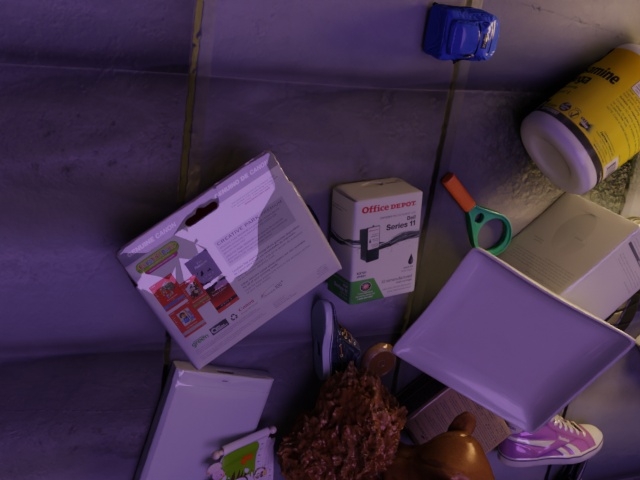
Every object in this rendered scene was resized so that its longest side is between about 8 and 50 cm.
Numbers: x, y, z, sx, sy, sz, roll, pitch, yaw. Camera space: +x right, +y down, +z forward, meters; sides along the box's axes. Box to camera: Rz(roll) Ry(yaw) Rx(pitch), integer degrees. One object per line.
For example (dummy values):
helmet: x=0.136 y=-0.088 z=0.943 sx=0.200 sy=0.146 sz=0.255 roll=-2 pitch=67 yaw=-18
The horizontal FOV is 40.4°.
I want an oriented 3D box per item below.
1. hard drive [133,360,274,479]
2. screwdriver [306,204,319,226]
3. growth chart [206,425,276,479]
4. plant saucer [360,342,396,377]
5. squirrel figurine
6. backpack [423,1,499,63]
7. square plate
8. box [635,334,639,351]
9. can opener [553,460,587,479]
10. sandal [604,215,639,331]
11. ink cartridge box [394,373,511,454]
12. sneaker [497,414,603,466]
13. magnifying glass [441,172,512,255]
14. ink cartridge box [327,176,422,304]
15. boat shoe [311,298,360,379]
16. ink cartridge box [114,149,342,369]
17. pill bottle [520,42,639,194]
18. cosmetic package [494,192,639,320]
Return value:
hard drive: x=-0.230 y=0.383 z=1.666 sx=0.203 sy=0.040 sz=0.307 roll=12 pitch=106 yaw=-29
screwdriver: x=0.000 y=0.000 z=1.622 sx=0.025 sy=0.024 sz=0.170 roll=-13 pitch=129 yaw=13
growth chart: x=-0.148 y=0.471 z=1.718 sx=0.172 sy=0.021 sz=0.237 roll=-25 pitch=130 yaw=-33
plant saucer: x=0.123 y=0.251 z=1.792 sx=0.083 sy=0.015 sz=0.083 roll=-10 pitch=116 yaw=-22
squirrel figurine: x=0.129 y=0.433 z=1.659 sx=0.397 sy=0.370 sz=0.281 roll=46 pitch=48 yaw=-10
backpack: x=0.258 y=-0.359 z=1.536 sx=0.120 sy=0.101 sz=0.098 roll=-3 pitch=120 yaw=-28
square plate: x=0.363 y=0.196 z=1.690 sx=0.347 sy=0.049 sz=0.344 roll=31 pitch=132 yaw=-1
box: x=0.866 y=0.228 z=2.125 sx=0.186 sy=0.038 sz=0.145 roll=-45 pitch=123 yaw=0
can opener: x=0.632 y=0.564 z=2.153 sx=0.059 sy=0.073 sz=0.186 roll=21 pitch=93 yaw=-23
sandal: x=0.653 y=0.091 z=1.941 sx=0.120 sy=0.086 sz=0.303 roll=25 pitch=85 yaw=-26
ink cartridge box: x=0.282 y=0.386 z=1.884 sx=0.193 sy=0.088 sz=0.235 roll=-35 pitch=122 yaw=-7
sneaker: x=0.554 y=0.434 z=2.032 sx=0.282 sy=0.102 sz=0.161 roll=-3 pitch=110 yaw=-24
magnifying glass: x=0.312 y=-0.052 z=1.742 sx=0.092 sy=0.026 sz=0.231 roll=-45 pitch=122 yaw=-1
ink cartridge box: x=0.100 y=-0.001 z=1.620 sx=0.153 sy=0.087 sz=0.208 roll=-11 pitch=116 yaw=-27
boat shoe: x=0.031 y=0.185 z=1.694 sx=0.083 sy=0.065 sz=0.183 roll=-13 pitch=124 yaw=-22
ink cartridge box: x=-0.165 y=0.015 z=1.479 sx=0.309 sy=0.130 sz=0.272 roll=-35 pitch=121 yaw=-8
pill bottle: x=0.568 y=-0.256 z=1.678 sx=0.334 sy=0.188 sz=0.188 roll=-38 pitch=123 yaw=-7
cosmetic package: x=0.512 y=0.049 z=1.763 sx=0.224 sy=0.224 sz=0.138 roll=-39 pitch=121 yaw=-5
